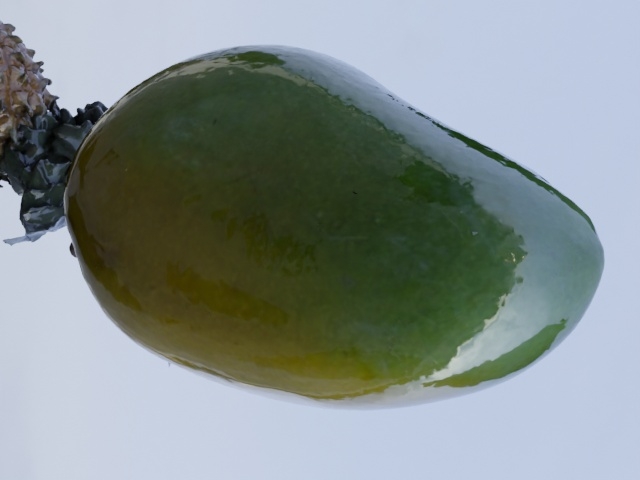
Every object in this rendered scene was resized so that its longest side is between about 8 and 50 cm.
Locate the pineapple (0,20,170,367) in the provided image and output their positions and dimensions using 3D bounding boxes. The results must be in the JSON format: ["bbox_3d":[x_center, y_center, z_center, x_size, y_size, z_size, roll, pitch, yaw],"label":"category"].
[{"bbox_3d":[-0.159,-0.043,1.247,0.119,0.277,0.130,-53,171,2],"label":"pineapple"}]

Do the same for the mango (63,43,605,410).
[{"bbox_3d":[0.000,0.000,0.860,0.156,0.251,0.114,-54,152,-24],"label":"mango"}]
